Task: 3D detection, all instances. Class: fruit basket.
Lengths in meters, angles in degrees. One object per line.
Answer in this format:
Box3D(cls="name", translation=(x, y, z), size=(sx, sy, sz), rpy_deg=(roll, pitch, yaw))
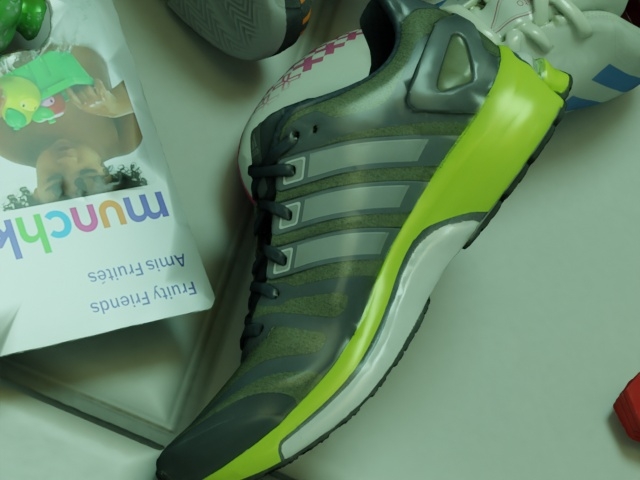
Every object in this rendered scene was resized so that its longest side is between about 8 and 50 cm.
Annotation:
Box3D(cls="fruit basket", translation=(-0.242, -0.102, 0.917), size=(0.327, 0.165, 0.353), rpy_deg=(-11, 68, -30))

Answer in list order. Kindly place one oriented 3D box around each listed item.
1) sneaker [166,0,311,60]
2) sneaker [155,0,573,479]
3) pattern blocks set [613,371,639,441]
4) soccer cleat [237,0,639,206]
Box3D(cls="sneaker", translation=(-0.045, -0.267, 1.118), size=(0.180, 0.124, 0.321), rpy_deg=(-19, 78, -31))
Box3D(cls="sneaker", translation=(0.000, 0.000, 0.957), size=(0.121, 0.111, 0.300), rpy_deg=(37, 70, -5))
Box3D(cls="pattern blocks set", translation=(0.348, 0.113, 1.129), size=(0.325, 0.026, 0.285), rpy_deg=(36, 52, 1))
Box3D(cls="soccer cleat", translation=(0.094, -0.112, 1.085), size=(0.331, 0.143, 0.116), rpy_deg=(-28, 74, -35))
